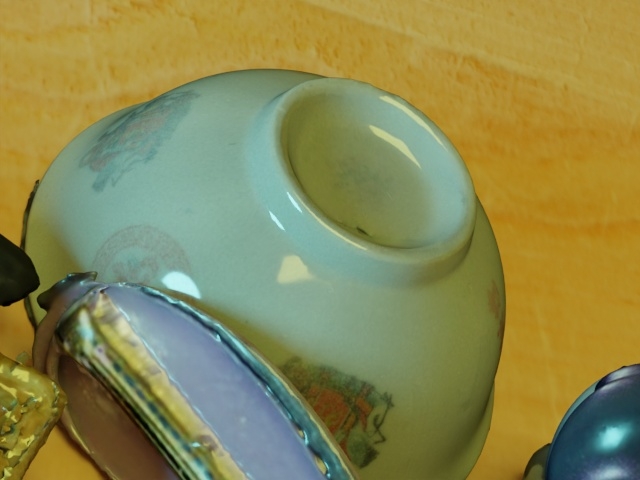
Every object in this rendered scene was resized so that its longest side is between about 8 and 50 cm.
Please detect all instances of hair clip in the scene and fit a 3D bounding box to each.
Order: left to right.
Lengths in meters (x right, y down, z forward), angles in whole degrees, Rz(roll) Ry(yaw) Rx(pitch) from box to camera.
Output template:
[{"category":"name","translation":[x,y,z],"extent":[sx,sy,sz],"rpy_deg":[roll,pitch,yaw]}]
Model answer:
[{"category":"hair clip","translation":[-0.034,0.155,0.936],"extent":[0.095,0.110,0.359],"rpy_deg":[-28,75,-30]}]

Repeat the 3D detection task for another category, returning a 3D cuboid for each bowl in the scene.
[{"category":"bowl","translation":[0.000,0.000,1.063],"extent":[0.345,0.157,0.346],"rpy_deg":[18,47,-20]}]

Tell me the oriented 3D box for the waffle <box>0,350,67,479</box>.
[{"category":"waffle","translation":[-0.304,0.089,0.841],"extent":[0.308,0.091,0.213],"rpy_deg":[31,44,-7]}]

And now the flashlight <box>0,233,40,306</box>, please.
[{"category":"flashlight","translation":[-0.347,-0.076,0.945],"extent":[0.424,0.103,0.103],"rpy_deg":[36,44,-3]}]

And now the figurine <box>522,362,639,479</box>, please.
[{"category":"figurine","translation":[0.182,0.145,1.016],"extent":[0.145,0.222,0.145],"rpy_deg":[14,48,-16]}]
